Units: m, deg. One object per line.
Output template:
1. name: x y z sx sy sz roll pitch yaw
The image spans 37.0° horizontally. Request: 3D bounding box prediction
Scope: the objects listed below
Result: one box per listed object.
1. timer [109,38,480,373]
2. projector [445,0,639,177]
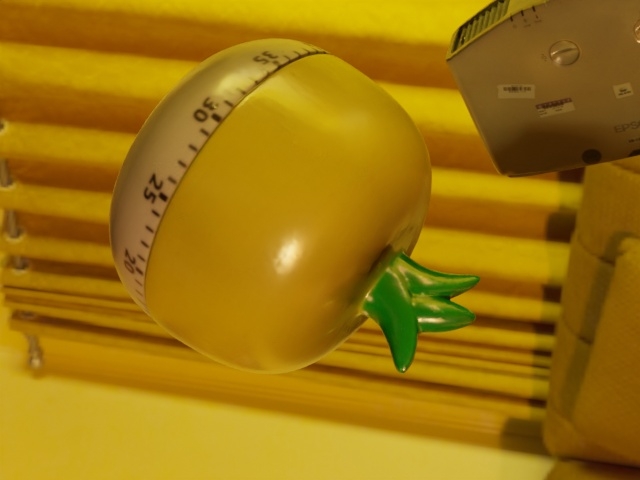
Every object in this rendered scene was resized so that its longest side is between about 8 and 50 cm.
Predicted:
1. timer: 0.000 0.000 0.755 0.285 0.285 0.285 6 -90 -81
2. projector: 0.251 -0.166 0.810 0.194 0.269 0.088 58 -147 -34
